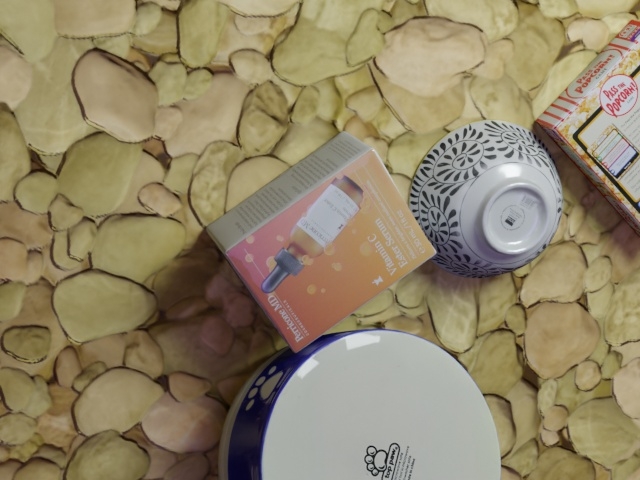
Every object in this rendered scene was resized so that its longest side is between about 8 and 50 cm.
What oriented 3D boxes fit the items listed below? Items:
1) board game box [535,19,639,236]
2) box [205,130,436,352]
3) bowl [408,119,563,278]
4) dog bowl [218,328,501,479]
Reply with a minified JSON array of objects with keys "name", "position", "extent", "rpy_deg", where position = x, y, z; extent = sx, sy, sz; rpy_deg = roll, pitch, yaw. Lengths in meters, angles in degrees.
[{"name":"board game box","position":[0.339,-0.109,1.322],"extent":[0.147,0.045,0.193],"rpy_deg":[-46,113,0]},{"name":"box","position":[0.000,0.000,1.225],"extent":[0.170,0.091,0.130],"rpy_deg":[-36,113,-5]},{"name":"bowl","position":[0.182,-0.031,1.278],"extent":[0.170,0.080,0.170],"rpy_deg":[-5,108,-16]},{"name":"dog bowl","position":[0.041,0.219,1.240],"extent":[0.265,0.104,0.265],"rpy_deg":[5,79,-26]}]
